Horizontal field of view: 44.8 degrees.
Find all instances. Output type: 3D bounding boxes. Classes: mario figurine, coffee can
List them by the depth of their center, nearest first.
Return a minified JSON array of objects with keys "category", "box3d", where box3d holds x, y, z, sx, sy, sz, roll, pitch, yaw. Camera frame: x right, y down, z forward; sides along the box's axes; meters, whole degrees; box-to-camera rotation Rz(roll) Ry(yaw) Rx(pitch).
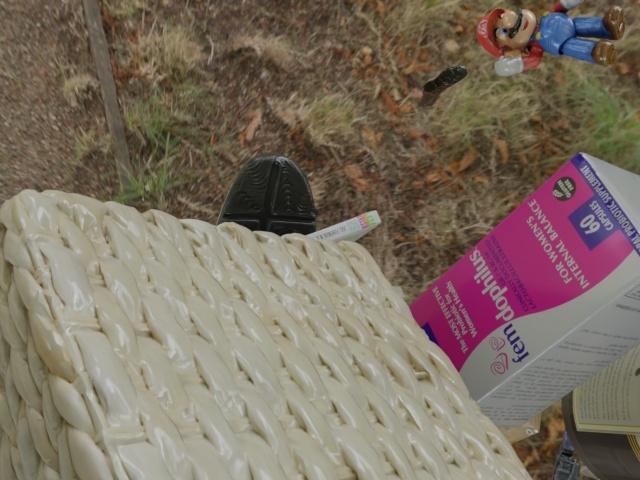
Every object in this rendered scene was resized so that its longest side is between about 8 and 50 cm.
[{"category":"coffee can","box3d":[0.410,0.171,0.803,0.201,0.275,0.202,3,78,-13]},{"category":"mario figurine","box3d":[0.494,-0.470,1.733,0.198,0.320,0.170,-48,136,-37]}]

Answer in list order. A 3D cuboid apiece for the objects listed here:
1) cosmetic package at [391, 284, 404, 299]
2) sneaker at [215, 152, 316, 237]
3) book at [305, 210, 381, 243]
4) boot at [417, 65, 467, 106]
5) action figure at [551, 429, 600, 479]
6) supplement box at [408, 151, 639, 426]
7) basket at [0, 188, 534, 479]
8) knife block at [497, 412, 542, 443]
[{"category":"cosmetic package","box3d":[0.078,0.120,1.130,0.060,0.041,0.115,13,108,-6]},{"category":"sneaker","box3d":[-0.138,0.068,1.330,0.169,0.257,0.448,5,98,-21]},{"category":"book","box3d":[0.000,0.000,1.028,0.144,0.096,0.035,-20,84,-40]},{"category":"boot","box3d":[0.260,-0.327,1.667,0.106,0.114,0.037,-24,80,0]},{"category":"action figure","box3d":[0.560,0.564,1.622,0.178,0.330,0.342,13,93,29]},{"category":"supplement box","box3d":[0.185,0.050,0.633,0.113,0.220,0.111,11,43,-40]},{"category":"basket","box3d":[-0.065,0.176,0.498,0.328,0.331,0.266,9,126,-45]},{"category":"knife block","box3d":[0.312,0.242,1.350,0.088,0.275,0.242,43,38,-11]}]
